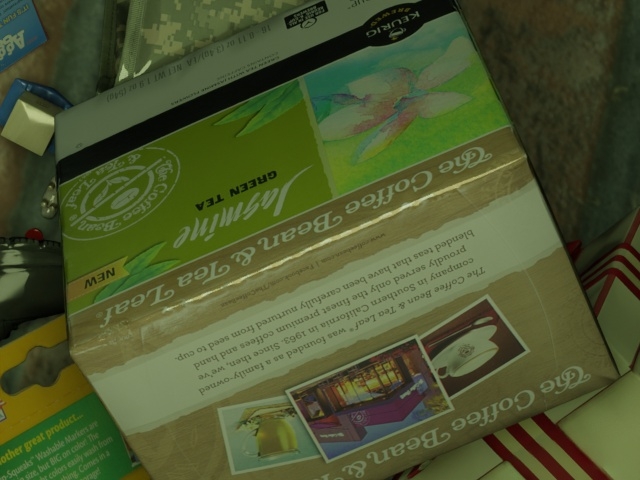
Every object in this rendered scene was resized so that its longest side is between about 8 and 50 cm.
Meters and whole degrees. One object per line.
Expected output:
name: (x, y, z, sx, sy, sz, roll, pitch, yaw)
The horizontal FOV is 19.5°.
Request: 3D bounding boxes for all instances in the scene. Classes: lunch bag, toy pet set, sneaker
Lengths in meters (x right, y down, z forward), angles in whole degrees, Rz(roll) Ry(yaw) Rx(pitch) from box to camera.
lunch bag: (-0.056, -0.207, 1.571, 0.235, 0.169, 0.287, 12, 69, -16)
toy pet set: (-0.258, -0.075, 1.542, 0.122, 0.065, 0.114, 28, 105, -7)
sneaker: (-0.302, 0.065, 1.467, 0.286, 0.109, 0.130, -6, 85, -10)

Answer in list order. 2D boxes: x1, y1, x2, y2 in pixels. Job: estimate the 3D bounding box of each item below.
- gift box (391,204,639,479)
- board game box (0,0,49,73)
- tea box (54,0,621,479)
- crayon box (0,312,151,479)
gift box: (0.208, 0.156, 1.503, 0.258, 0.276, 0.255, 47, 27, -5)
board game box: (-0.352, -0.143, 1.483, 0.281, 0.145, 0.027, -39, 46, -23)
tea box: (0.000, 0.000, 1.371, 0.329, 0.323, 0.220, -24, 125, 5)
crayon box: (-0.175, 0.223, 1.402, 0.203, 0.083, 0.323, -29, 97, -50)
